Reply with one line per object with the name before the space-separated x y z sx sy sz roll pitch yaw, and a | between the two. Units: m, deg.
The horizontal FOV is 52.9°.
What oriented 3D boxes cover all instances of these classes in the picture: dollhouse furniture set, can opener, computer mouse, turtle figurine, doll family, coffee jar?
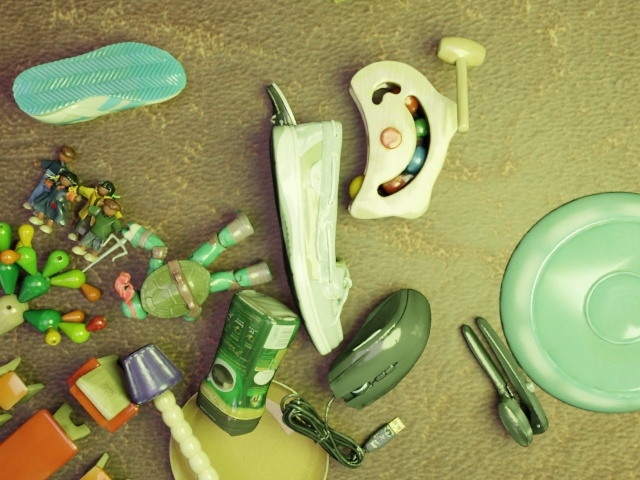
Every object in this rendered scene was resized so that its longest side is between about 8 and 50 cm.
dollhouse furniture set | -0.387 0.283 0.925 0.259 0.135 0.262 -42 90 6
can opener | 0.261 0.193 0.905 0.059 0.073 0.186 -26 82 14
computer mouse | 0.088 0.205 0.895 0.262 0.060 0.184 -43 118 -8
turtle figurine | -0.193 0.054 0.892 0.234 0.118 0.175 -22 124 -10
doll family | -0.354 -0.061 0.932 0.193 0.076 0.111 31 101 5
coffee jar | -0.102 0.168 0.877 0.096 0.079 0.184 30 104 36

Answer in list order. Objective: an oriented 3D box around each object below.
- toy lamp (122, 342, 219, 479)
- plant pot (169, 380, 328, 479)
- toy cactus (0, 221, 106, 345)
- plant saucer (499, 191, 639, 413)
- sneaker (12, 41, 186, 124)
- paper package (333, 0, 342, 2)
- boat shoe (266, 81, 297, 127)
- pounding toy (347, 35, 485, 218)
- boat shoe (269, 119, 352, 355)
toy lamp | -0.192 0.274 0.908 0.080 0.080 0.274 -27 94 6
plant pot | -0.105 0.313 0.956 0.236 0.032 0.236 0 94 4
toy cactus | -0.433 0.085 0.943 0.180 0.112 0.219 -40 98 16
plant saucer | 0.414 0.091 0.892 0.318 0.044 0.317 0 94 5
sneaker | -0.307 -0.220 0.914 0.229 0.092 0.087 -12 91 -14
paper package | 0.044 -0.490 0.744 0.168 0.325 0.309 -11 92 5
boat shoe | -0.051 -0.162 0.914 0.038 0.046 0.125 -26 100 1
pounding toy | 0.102 -0.152 0.844 0.154 0.155 0.269 19 95 -1
boat shoe | -0.001 -0.002 0.878 0.103 0.118 0.320 -10 96 -7
